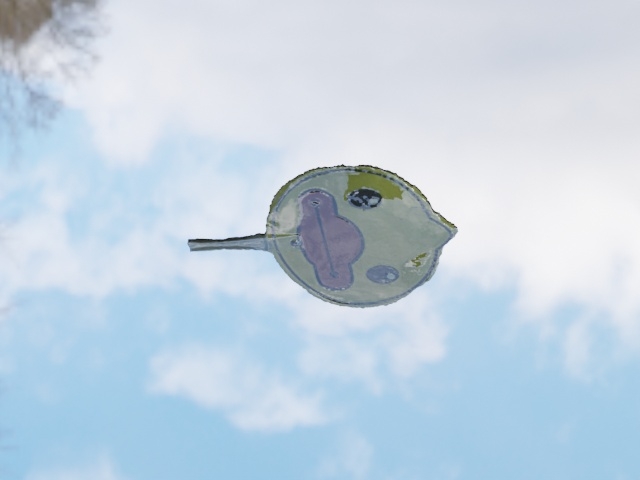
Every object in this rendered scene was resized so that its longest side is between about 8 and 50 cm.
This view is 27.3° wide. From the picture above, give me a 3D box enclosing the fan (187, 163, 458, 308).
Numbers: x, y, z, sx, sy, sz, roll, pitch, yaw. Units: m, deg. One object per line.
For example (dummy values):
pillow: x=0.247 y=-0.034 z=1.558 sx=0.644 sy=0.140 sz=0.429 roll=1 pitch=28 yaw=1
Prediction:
fan: x=0.000 y=0.001 z=1.587 sx=0.335 sy=0.230 sz=0.011 roll=-3 pitch=-138 yaw=15
